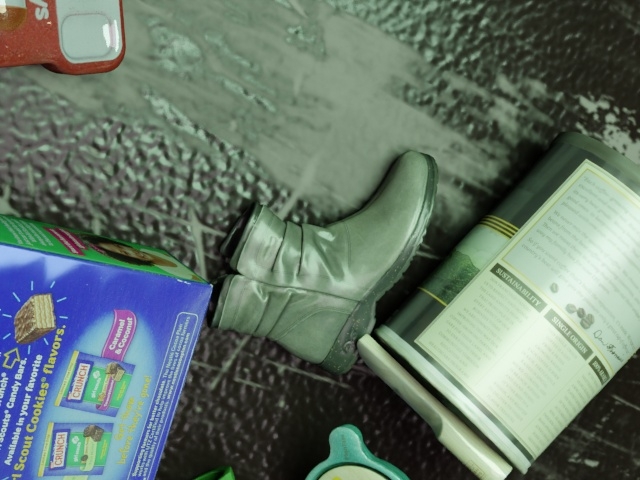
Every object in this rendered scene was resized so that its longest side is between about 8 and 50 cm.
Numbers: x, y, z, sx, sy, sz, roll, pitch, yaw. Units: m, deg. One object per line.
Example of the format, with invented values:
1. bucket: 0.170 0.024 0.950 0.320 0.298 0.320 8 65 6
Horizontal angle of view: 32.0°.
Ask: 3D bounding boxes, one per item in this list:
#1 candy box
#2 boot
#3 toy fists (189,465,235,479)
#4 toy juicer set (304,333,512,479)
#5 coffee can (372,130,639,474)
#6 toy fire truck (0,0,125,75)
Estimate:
1. candy box: -0.285 0.117 0.948 0.317 0.122 0.268 14 97 -36
2. boot: 0.000 0.000 1.077 0.161 0.083 0.246 26 91 -16
3. toy fists: -0.168 0.340 1.086 0.279 0.096 0.142 -27 94 -12
4. toy juicer set: 0.075 0.279 1.066 0.209 0.089 0.328 24 115 20
5. coffee can: 0.216 0.060 1.094 0.275 0.201 0.201 -46 112 -4
6. toy fire truck: -0.276 -0.279 0.889 0.254 0.169 0.302 -13 106 -43
